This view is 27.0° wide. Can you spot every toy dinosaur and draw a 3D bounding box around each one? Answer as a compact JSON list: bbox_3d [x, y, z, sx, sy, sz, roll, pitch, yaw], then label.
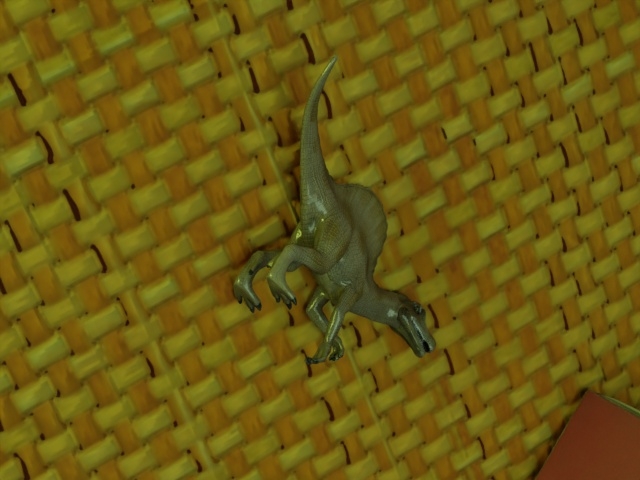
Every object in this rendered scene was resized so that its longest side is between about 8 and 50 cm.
[{"bbox_3d":[0.000,0.000,0.687,0.092,0.053,0.183,-44,127,-27],"label":"toy dinosaur"}]

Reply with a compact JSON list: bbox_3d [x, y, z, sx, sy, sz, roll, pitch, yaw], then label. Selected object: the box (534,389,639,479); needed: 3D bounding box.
[{"bbox_3d":[0.183,0.232,0.788,0.148,0.127,0.232,31,88,-31],"label":"box"}]
